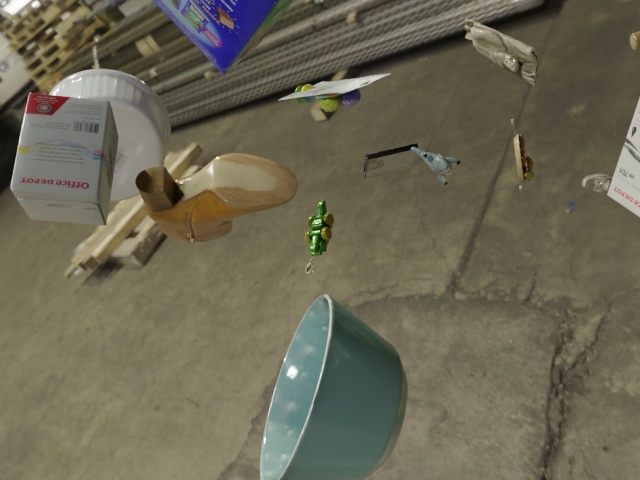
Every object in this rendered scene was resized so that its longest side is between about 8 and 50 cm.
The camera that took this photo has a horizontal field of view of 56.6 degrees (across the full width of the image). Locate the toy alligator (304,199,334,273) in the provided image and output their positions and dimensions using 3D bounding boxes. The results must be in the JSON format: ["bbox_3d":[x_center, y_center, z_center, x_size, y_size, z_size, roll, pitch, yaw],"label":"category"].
[{"bbox_3d":[0.000,0.000,1.334,0.056,0.051,0.190,-10,57,33],"label":"toy alligator"}]

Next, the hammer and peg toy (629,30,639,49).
[{"bbox_3d":[0.691,-0.398,1.127,0.127,0.362,0.266,-15,-6,12],"label":"hammer and peg toy"}]

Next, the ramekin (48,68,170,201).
[{"bbox_3d":[-0.469,-0.219,1.304,0.277,0.277,0.135,-34,37,9],"label":"ramekin"}]

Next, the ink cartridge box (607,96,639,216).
[{"bbox_3d":[0.575,-0.132,0.981,0.082,0.191,0.140,-2,29,-15],"label":"ink cartridge box"}]

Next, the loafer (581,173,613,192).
[{"bbox_3d":[0.706,-0.136,1.450,0.125,0.045,0.039,4,20,-1],"label":"loafer"}]

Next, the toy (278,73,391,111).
[{"bbox_3d":[0.030,-0.314,1.294,0.136,0.056,0.237,-30,28,-30],"label":"toy"}]

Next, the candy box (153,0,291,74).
[{"bbox_3d":[-0.181,-0.477,1.033,0.122,0.268,0.317,-50,14,-22],"label":"candy box"}]

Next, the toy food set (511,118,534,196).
[{"bbox_3d":[0.522,-0.213,1.524,0.038,0.132,0.192,-7,85,21],"label":"toy food set"}]

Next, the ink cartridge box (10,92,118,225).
[{"bbox_3d":[-0.413,-0.128,0.978,0.127,0.128,0.176,119,153,-66],"label":"ink cartridge box"}]

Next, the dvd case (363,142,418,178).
[{"bbox_3d":[0.243,-0.278,2.107,0.180,0.022,0.253,-14,-9,0],"label":"dvd case"}]

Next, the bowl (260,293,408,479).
[{"bbox_3d":[0.029,0.259,0.954,0.311,0.163,0.312,-159,90,-79],"label":"bowl"}]

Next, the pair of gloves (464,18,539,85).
[{"bbox_3d":[0.459,-0.476,1.508,0.204,0.240,0.042,35,101,20],"label":"pair of gloves"}]

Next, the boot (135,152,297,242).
[{"bbox_3d":[-0.179,-0.065,1.108,0.294,0.211,0.104,1,67,5],"label":"boot"}]

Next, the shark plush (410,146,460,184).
[{"bbox_3d":[0.300,-0.219,1.568,0.073,0.067,0.161,-51,46,22],"label":"shark plush"}]
